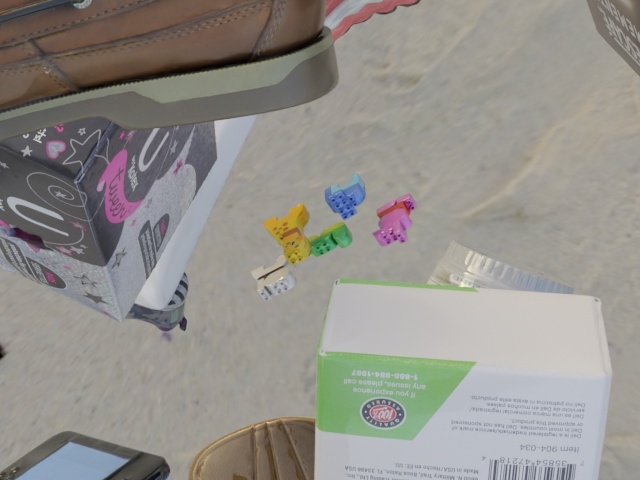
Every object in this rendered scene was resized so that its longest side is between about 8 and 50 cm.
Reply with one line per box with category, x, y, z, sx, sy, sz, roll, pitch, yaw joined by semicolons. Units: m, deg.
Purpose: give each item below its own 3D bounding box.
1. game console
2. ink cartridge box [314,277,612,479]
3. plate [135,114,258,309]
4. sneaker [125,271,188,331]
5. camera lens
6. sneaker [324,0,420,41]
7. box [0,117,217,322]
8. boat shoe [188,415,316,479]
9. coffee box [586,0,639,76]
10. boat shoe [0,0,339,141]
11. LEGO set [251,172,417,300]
game console;-0.363;0.253;1.487;0.250;0.293;0.173;-35;110;-31
ink cartridge box;0.098;0.177;0.957;0.198;0.114;0.272;4;118;5
plate;-0.228;-0.089;1.391;0.277;0.045;0.278;16;73;27
sneaker;-0.254;0.049;1.453;0.224;0.098;0.083;21;56;12
camera lens;0.240;0.161;1.942;0.219;0.219;0.274;20;95;-6
sneaker;-0.017;-0.234;1.101;0.314;0.116;0.136;-32;125;13
box;-0.167;-0.073;0.872;0.142;0.247;0.163;24;68;9
boat shoe;0.034;0.240;1.347;0.341;0.110;0.121;-9;76;9
coffee box;0.152;-0.189;0.565;0.098;0.141;0.246;-25;120;5
boat shoe;-0.148;-0.103;0.603;0.307;0.110;0.104;-10;111;-2
LEGO set;0.000;0.000;1.555;0.227;0.093;0.087;-27;121;16
